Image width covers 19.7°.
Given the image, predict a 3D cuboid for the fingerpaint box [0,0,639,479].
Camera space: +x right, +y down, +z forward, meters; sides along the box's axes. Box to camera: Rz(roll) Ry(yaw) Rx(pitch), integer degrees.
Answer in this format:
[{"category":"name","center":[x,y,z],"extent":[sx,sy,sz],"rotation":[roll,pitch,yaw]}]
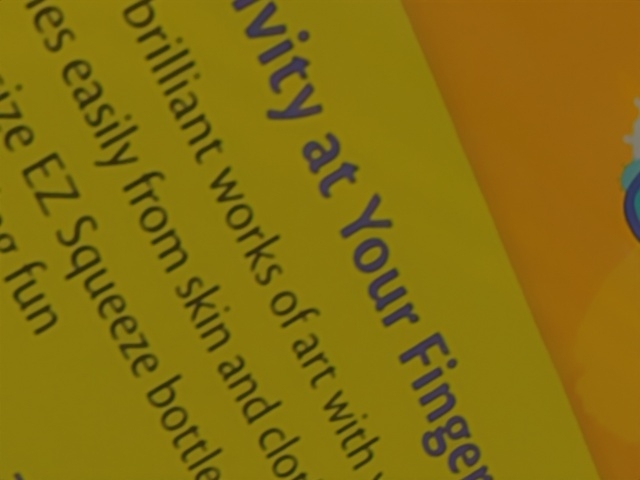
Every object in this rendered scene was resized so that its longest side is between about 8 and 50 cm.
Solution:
[{"category":"fingerpaint box","center":[-0.019,0.057,0.442],"extent":[0.445,0.371,0.163],"rotation":[64,-10,-29]}]
